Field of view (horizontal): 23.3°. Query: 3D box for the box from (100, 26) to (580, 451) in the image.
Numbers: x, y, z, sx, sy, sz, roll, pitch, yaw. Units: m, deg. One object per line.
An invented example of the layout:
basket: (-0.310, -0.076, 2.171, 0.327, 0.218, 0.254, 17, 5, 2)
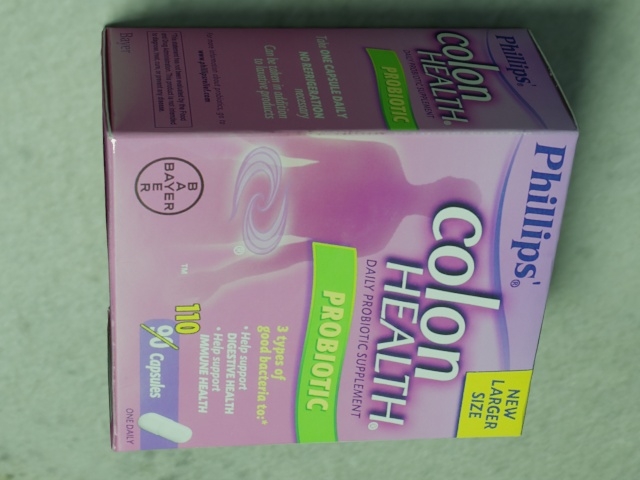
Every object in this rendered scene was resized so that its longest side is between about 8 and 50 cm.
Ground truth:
box: (0.000, 0.000, 0.873, 0.243, 0.117, 0.213, -1, 126, -9)
